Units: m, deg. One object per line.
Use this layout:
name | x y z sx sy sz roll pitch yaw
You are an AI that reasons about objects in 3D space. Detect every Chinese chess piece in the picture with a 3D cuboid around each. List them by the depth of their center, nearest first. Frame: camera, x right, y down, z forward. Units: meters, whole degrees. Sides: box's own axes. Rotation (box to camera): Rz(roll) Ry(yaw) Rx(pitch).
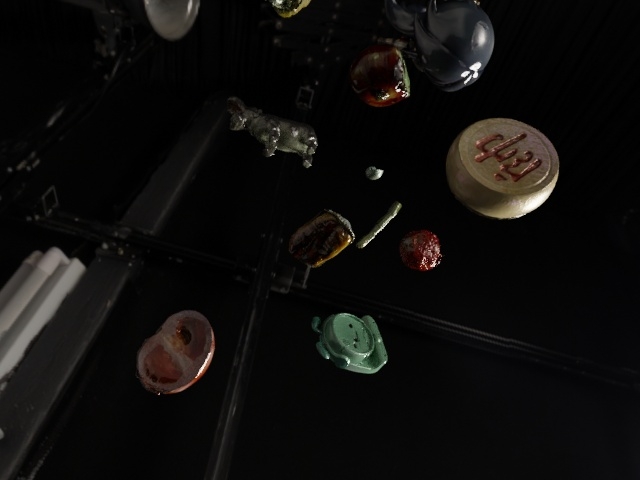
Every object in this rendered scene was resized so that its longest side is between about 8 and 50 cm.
Chinese chess piece | 0.457 -0.185 1.157 0.269 0.112 0.270 0 -120 -1

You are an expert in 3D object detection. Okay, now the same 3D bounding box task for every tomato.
tomato | -0.367 0.313 1.222 0.228 0.112 0.199 -44 -123 -11

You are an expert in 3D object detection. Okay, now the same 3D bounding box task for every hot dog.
hot dog | 0.000 0.000 1.634 0.163 0.270 0.082 48 -147 -8

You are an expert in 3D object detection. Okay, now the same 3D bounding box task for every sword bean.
sword bean | 0.238 -0.064 1.839 0.269 0.038 0.043 -45 -151 -18

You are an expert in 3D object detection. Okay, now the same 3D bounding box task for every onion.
onion | 0.108 -0.301 0.839 0.118 0.117 0.119 -10 -124 15

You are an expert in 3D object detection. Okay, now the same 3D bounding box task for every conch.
conch | 0.232 -0.291 1.970 0.076 0.057 0.085 7 -166 13

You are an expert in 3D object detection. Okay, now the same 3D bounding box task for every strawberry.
strawberry | 0.227 0.017 1.049 0.106 0.106 0.106 10 -134 -10

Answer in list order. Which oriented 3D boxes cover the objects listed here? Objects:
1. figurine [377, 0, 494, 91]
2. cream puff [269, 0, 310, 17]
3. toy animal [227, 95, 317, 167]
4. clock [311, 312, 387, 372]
figurine | 0.244 -0.434 0.974 0.175 0.197 0.265 -28 -115 -28
cream puff | -0.066 -0.619 0.963 0.194 0.221 0.195 12 -122 -20
toy animal | -0.169 -0.366 1.509 0.342 0.106 0.169 23 -134 -6
clock | 0.067 0.244 1.110 0.188 0.060 0.148 14 -141 -31
